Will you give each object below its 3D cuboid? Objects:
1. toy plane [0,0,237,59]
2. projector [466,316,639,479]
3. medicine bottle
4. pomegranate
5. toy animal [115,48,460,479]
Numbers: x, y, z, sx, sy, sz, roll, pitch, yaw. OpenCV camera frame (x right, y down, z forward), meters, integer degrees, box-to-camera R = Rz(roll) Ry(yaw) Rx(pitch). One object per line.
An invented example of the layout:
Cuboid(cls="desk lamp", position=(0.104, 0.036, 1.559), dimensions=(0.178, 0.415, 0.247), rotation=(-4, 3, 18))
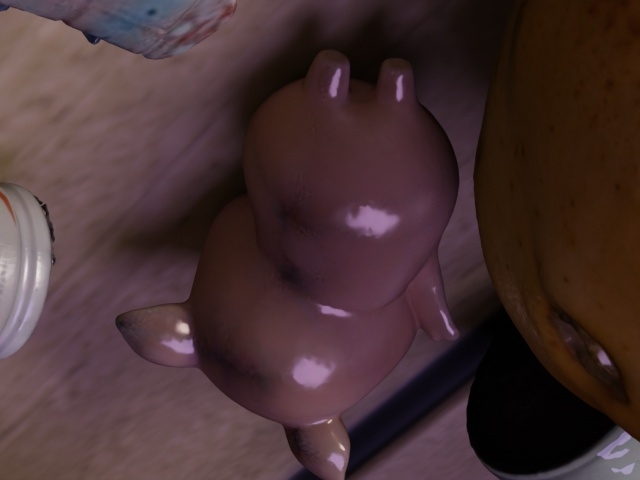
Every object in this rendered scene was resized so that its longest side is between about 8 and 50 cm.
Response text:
Cuboid(cls="toy plane", position=(-0.066, -0.121, 0.371), dimensions=(0.223, 0.104, 0.326), rotation=(10, 131, -41))
Cuboid(cls="projector", position=(0.207, 0.135, 0.787), dimensions=(0.108, 0.108, 0.337), rotation=(-38, 121, 23))
Cuboid(cls="medicine bottle", position=(-0.130, 0.005, 0.554), dimensions=(0.089, 0.057, 0.057), rotation=(9, 136, -38))
Cuboid(cls="pomegranate", position=(0.155, -0.026, 0.533), dimensions=(0.233, 0.233, 0.233), rotation=(-15, 147, -10))
Cuboid(cls="toy animal", position=(-0.003, 0.002, 0.606), dimensions=(0.089, 0.083, 0.150), rotation=(-19, 136, -46))
